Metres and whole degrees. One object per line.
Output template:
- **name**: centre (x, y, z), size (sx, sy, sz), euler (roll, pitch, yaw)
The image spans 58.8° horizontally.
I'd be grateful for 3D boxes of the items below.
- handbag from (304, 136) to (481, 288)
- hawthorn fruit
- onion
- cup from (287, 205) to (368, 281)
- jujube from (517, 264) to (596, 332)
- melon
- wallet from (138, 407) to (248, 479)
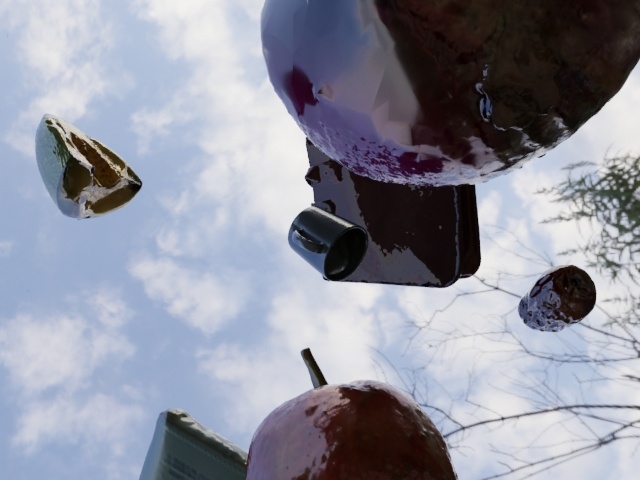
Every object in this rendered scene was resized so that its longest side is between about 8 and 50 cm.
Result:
- **handbag**: centre (0.105, -0.054, 0.894), size (0.084, 0.276, 0.259), euler (-17, -76, -51)
- **hawthorn fruit**: centre (0.028, 0.292, 0.738), size (0.287, 0.287, 0.330), euler (-3, -123, -27)
- **onion**: centre (0.079, -0.218, 0.465), size (0.385, 0.348, 0.347), euler (13, -102, -57)
- **cup**: centre (0.000, 0.000, 0.717), size (0.100, 0.077, 0.078), euler (9, -72, -51)
- **jujube**: centre (0.304, 0.081, 0.746), size (0.078, 0.129, 0.077), euler (4, -114, -10)
- **melon**: centre (-0.305, -0.089, 0.705), size (0.079, 0.160, 0.128), euler (-41, -101, 6)
- **wallet**: centre (-0.231, 0.507, 1.006), size (0.083, 0.252, 0.360), euler (5, -76, -67)
